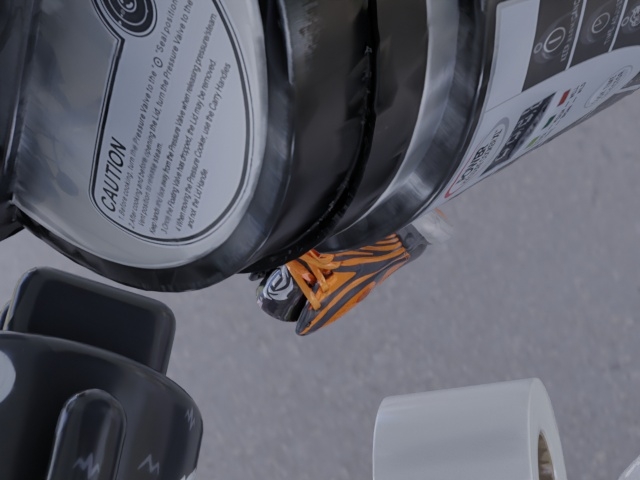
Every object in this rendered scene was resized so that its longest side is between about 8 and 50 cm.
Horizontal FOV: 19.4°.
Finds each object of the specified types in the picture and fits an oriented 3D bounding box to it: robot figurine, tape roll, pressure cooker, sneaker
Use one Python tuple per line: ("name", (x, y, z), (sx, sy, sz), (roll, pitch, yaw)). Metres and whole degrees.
("robot figurine", (-0.162, 0.161, 1.079), (0.173, 0.209, 0.278), (1, 63, 22))
("tape roll", (0.166, 0.276, 1.994), (0.169, 0.246, 0.246), (-8, 45, 15))
("pressure cooker", (-0.042, -0.181, 0.800), (0.420, 0.370, 0.375), (-33, 27, -33))
("sneaker", (0.000, 0.000, 1.717), (0.180, 0.321, 0.124), (-44, 62, 8))

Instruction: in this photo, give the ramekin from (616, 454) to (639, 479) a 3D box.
("ramekin", (0.349, 0.154, 1.305), (0.273, 0.273, 0.127), (-30, 71, -9))
